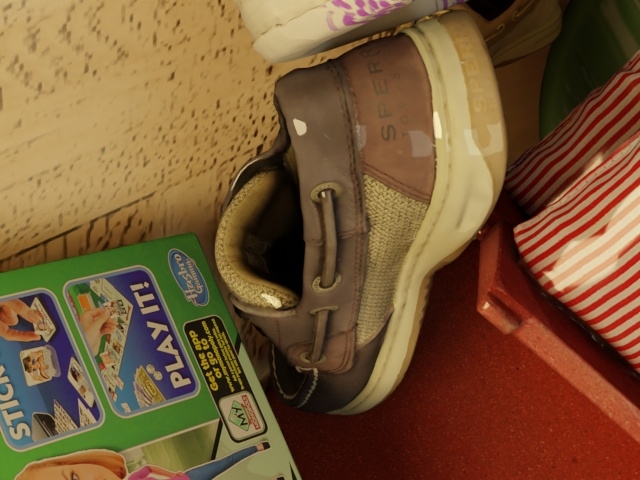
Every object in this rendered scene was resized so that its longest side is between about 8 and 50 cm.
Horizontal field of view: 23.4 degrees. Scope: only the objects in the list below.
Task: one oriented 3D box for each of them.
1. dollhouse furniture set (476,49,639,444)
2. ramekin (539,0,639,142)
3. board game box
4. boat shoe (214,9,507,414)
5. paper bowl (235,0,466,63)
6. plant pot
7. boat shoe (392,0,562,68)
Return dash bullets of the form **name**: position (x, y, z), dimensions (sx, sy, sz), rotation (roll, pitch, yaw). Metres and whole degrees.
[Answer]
- **dollhouse furniture set**: position (0.264, 0.043, 0.643), dimensions (0.201, 0.374, 0.152), rotation (-46, -165, 20)
- **ramekin**: position (0.267, -0.042, 0.771), dimensions (0.148, 0.303, 0.303), rotation (-84, -168, -65)
- **board game box**: position (-0.076, 0.162, 0.568), dimensions (0.213, 0.317, 0.046), rotation (-13, 165, -46)
- **boat shoe**: position (0.000, 0.000, 0.663), dimensions (0.092, 0.102, 0.285), rotation (-3, 157, -13)
- **paper bowl**: position (0.086, -0.173, 0.508), dimensions (0.284, 0.284, 0.148), rotation (-24, 94, -37)
- **plant pot**: position (0.060, 0.203, 0.821), dimensions (0.236, 0.267, 0.267), rotation (-22, 137, -23)
- **boat shoe**: position (0.058, -0.096, 0.718), dimensions (0.135, 0.050, 0.045), rotation (-34, 132, -32)
